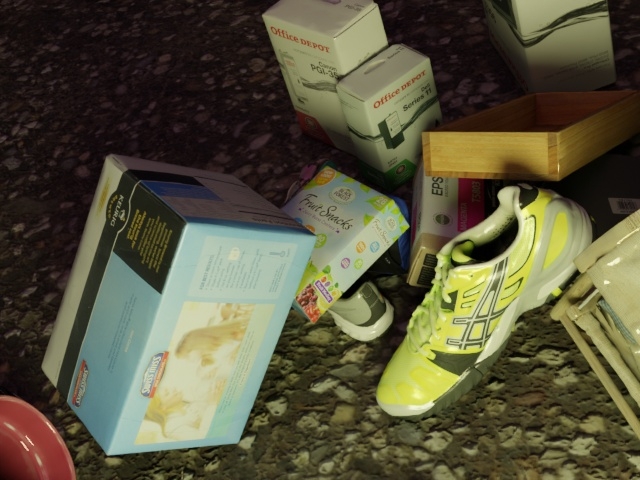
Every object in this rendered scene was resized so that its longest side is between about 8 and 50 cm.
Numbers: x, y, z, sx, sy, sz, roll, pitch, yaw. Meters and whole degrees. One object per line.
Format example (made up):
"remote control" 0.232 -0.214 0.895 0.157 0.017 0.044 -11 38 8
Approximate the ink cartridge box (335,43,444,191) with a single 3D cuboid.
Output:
"ink cartridge box" 0.129 -0.215 1.611 0.153 0.208 0.087 -37 44 -16

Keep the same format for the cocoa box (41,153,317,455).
"cocoa box" -0.203 0.090 1.287 0.232 0.347 0.228 6 22 -44

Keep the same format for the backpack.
"backpack" 0.098 -0.020 1.484 0.098 0.120 0.101 3 38 25

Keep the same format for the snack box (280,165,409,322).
"snack box" 0.000 0.000 1.379 0.207 0.070 0.174 -44 40 -13

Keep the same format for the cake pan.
"cake pan" 0.442 -0.027 1.338 0.293 0.054 0.293 2 44 -2

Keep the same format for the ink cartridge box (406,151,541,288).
"ink cartridge box" 0.239 -0.026 1.412 0.193 0.088 0.234 11 46 -3

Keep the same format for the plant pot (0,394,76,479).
"plant pot" -0.479 0.347 1.295 0.180 0.201 0.201 -32 40 11

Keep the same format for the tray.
"tray" 0.346 -0.169 1.428 0.203 0.076 0.411 5 17 35

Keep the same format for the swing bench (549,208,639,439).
"swing bench" 0.417 0.110 1.062 0.165 0.254 0.253 -27 67 -7

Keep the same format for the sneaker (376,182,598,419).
"sneaker" 0.191 0.076 1.241 0.384 0.147 0.145 -52 29 11

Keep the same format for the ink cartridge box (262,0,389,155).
"ink cartridge box" 0.030 -0.310 1.695 0.117 0.283 0.207 -42 45 -22

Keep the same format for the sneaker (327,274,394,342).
"sneaker" -0.001 0.060 1.454 0.272 0.108 0.100 22 59 39

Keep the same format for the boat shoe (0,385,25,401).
"boat shoe" -0.625 0.251 1.499 0.340 0.113 0.127 12 51 31

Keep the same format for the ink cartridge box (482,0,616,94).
"ink cartridge box" 0.387 -0.481 1.651 0.166 0.394 0.285 -20 41 5

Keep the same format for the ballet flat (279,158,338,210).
"ballet flat" -0.035 -0.064 1.632 0.079 0.077 0.221 -15 33 34
